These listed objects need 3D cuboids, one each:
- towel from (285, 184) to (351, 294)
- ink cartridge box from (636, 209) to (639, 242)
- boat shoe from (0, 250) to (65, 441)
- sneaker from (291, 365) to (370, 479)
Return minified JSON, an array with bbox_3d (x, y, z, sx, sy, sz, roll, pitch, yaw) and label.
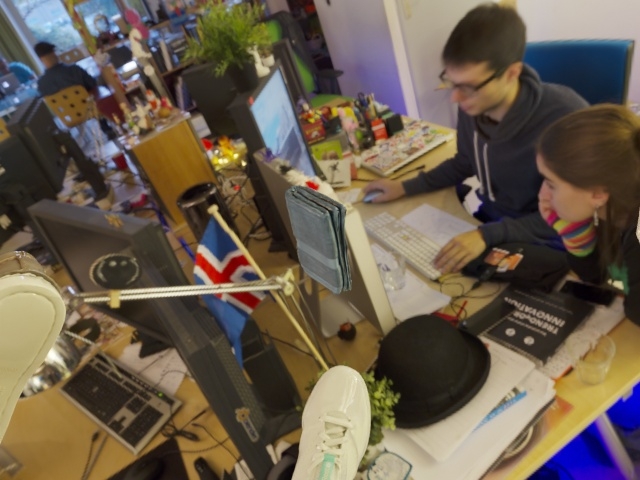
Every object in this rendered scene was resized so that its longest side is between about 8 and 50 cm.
[{"bbox_3d":[0.000,0.000,0.499,0.067,0.120,0.029,32,60,33],"label":"towel"},{"bbox_3d":[0.520,0.012,0.518,0.278,0.201,0.117,-11,31,47],"label":"ink cartridge box"},{"bbox_3d":[-0.399,0.160,0.537,0.096,0.116,0.325,38,95,43],"label":"boat shoe"},{"bbox_3d":[0.007,0.233,0.511,0.080,0.094,0.212,16,67,5],"label":"sneaker"}]
